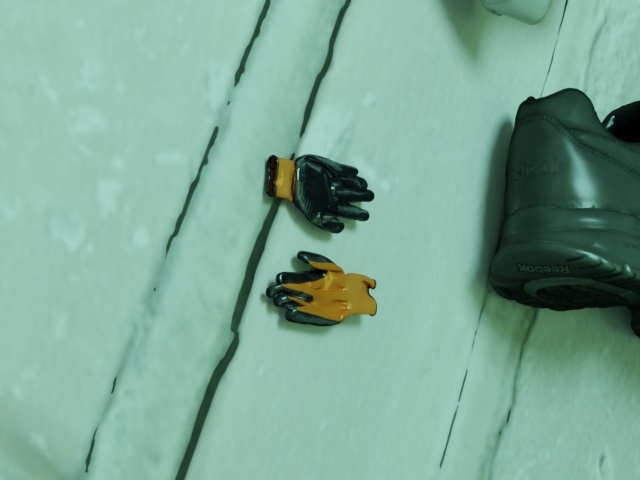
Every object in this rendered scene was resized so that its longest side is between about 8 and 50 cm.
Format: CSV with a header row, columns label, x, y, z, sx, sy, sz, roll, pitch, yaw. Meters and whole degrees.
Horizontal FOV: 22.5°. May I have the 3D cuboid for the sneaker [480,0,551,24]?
label,x,y,z,sx,sy,sz,roll,pitch,yaw
sneaker,0.152,-0.211,0.919,0.262,0.099,0.121,-37,123,-36

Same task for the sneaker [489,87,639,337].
label,x,y,z,sx,sy,sz,roll,pitch,yaw
sneaker,0.207,-0.011,0.952,0.286,0.109,0.130,19,67,-49

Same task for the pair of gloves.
label,x,y,z,sx,sy,sz,roll,pitch,yaw
pair of gloves,0.000,0.000,0.777,0.074,0.010,0.083,6,80,-48
